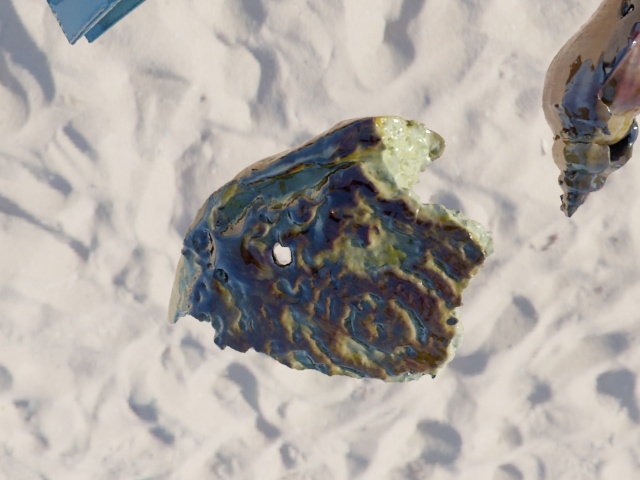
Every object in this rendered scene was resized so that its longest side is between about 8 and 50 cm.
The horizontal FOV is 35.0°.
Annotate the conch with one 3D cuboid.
[{"bbox_3d":[0.208,-0.128,0.714,0.080,0.086,0.232,-15,135,-43],"label":"conch"}]

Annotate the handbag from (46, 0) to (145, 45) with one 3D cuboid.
[{"bbox_3d":[-0.167,-0.255,0.659,0.144,0.057,0.221,-31,89,27],"label":"handbag"}]

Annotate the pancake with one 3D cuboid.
[{"bbox_3d":[0.000,0.000,0.758,0.257,0.056,0.212,8,116,11],"label":"pancake"}]
